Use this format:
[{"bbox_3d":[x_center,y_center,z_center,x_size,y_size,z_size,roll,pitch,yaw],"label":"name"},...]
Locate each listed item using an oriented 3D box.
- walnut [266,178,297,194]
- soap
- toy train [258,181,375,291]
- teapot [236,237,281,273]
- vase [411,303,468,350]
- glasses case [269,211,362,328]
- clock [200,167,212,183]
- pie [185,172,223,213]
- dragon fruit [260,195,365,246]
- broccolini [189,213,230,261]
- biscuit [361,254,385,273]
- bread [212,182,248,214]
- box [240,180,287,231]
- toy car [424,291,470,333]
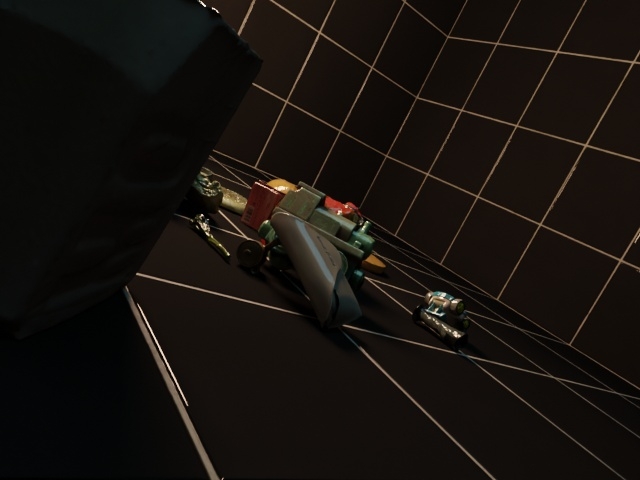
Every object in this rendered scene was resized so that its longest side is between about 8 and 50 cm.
[{"bbox_3d":[-0.158,-0.161,2.176,0.165,0.165,0.197,25,17,-15],"label":"walnut"},{"bbox_3d":[-0.291,-0.132,0.716,0.213,0.434,0.350,33,5,3],"label":"soap"},{"bbox_3d":[0.000,0.000,1.421,0.305,0.221,0.150,29,-24,9],"label":"toy train"},{"bbox_3d":[-0.139,0.032,1.307,0.080,0.111,0.084,28,39,-77],"label":"teapot"},{"bbox_3d":[0.338,0.247,1.565,0.059,0.059,0.167,17,13,-47],"label":"vase"},{"bbox_3d":[-0.003,0.053,1.231,0.128,0.083,0.308,5,45,-44],"label":"glasses case"},{"bbox_3d":[-0.479,-0.236,1.894,0.215,0.041,0.215,14,14,-4],"label":"clock"},{"bbox_3d":[-0.399,-0.192,1.593,0.303,0.067,0.302,37,-18,14],"label":"pie"},{"bbox_3d":[-0.011,-0.035,1.652,0.306,0.225,0.305,26,11,-5],"label":"dragon fruit"},{"bbox_3d":[-0.273,-0.005,1.352,0.042,0.044,0.218,40,4,-40],"label":"broccolini"},{"bbox_3d":[0.115,0.032,2.195,0.275,0.052,0.355,18,11,-42],"label":"biscuit"},{"bbox_3d":[-0.343,-0.156,1.977,0.267,0.040,0.267,26,8,-4],"label":"bread"},{"bbox_3d":[-0.184,-0.106,1.784,0.111,0.156,0.060,30,16,28],"label":"box"},{"bbox_3d":[0.377,0.239,1.680,0.126,0.098,0.161,16,-41,49],"label":"toy car"}]
